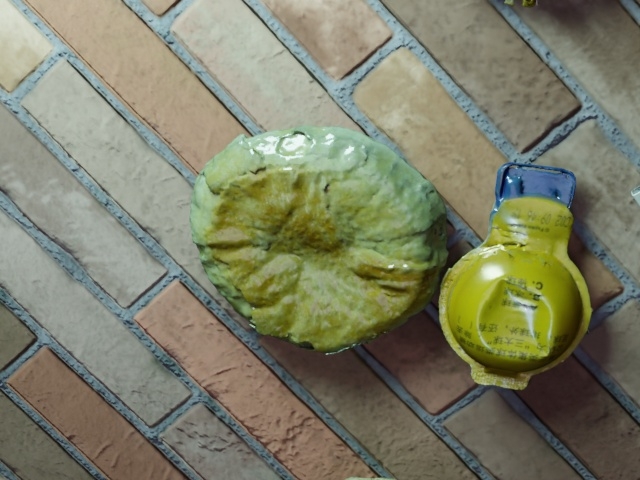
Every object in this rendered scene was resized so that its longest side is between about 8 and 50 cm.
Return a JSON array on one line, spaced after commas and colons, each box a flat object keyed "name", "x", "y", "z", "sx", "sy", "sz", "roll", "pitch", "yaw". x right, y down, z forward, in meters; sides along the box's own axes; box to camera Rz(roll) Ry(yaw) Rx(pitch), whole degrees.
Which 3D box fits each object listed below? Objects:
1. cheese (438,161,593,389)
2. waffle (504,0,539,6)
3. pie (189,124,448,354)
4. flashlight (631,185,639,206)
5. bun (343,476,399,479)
[{"name": "cheese", "x": 0.226, "y": 0.045, "z": 1.375, "sx": 0.176, "sy": 0.069, "sz": 0.271, "roll": 8, "pitch": 110, "yaw": 3}, {"name": "waffle", "x": 0.195, "y": -0.337, "z": 1.215, "sx": 0.193, "sy": 0.070, "sz": 0.197, "roll": 20, "pitch": 117, "yaw": 0}, {"name": "pie", "x": 0.000, "y": 0.000, "z": 1.389, "sx": 0.306, "sy": 0.071, "sz": 0.307, "roll": 4, "pitch": 117, "yaw": 8}, {"name": "flashlight", "x": 0.375, "y": -0.024, "z": 1.348, "sx": 0.018, "sy": 0.018, "sz": 0.083, "roll": -32, "pitch": 105, "yaw": 20}, {"name": "bun", "x": 0.069, "y": 0.401, "z": 1.510, "sx": 0.259, "sy": 0.152, "sz": 0.259, "roll": -1, "pitch": 119, "yaw": -3}]
